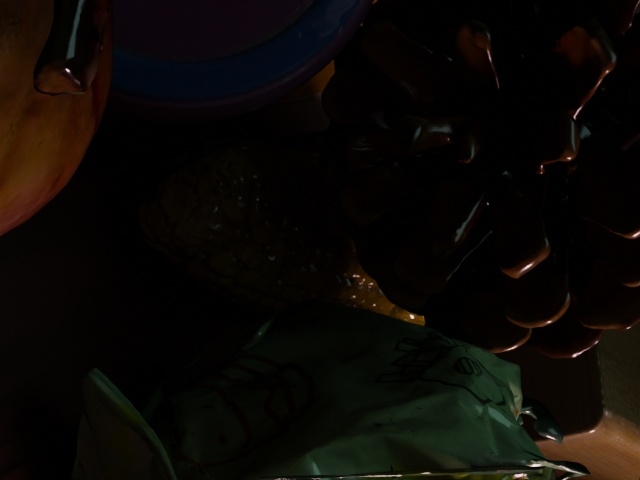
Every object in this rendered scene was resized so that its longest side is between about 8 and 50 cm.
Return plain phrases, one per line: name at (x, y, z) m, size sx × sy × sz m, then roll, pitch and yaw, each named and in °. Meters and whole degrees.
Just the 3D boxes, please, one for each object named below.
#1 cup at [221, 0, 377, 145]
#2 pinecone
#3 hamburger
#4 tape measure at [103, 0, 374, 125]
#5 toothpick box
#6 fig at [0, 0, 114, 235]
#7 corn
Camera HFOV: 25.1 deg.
cup at (-0.029, -0.211, 0.913) m, size 0.196 × 0.196 × 0.279 m, roll -45°, pitch 125°, yaw -59°
pinecone at (0.116, -0.053, 0.792) m, size 0.264 × 0.264 × 0.264 m, roll 36°, pitch 48°, yaw -52°
hamburger at (-0.009, 0.104, 0.750) m, size 0.276 × 0.261 × 0.150 m, roll -25°, pitch 94°, yaw -85°
tape measure at (-0.082, -0.182, 0.743) m, size 0.149 × 0.232 × 0.245 m, roll -157°, pitch -116°, yaw -77°
toothpick box at (0.242, 0.141, 1.282) m, size 0.308 × 0.190 × 0.187 m, roll 28°, pitch 54°, yaw -50°
fig at (-0.178, -0.100, 0.560) m, size 0.235 × 0.214 × 0.235 m, roll 43°, pitch 21°, yaw -21°
corn at (0.000, 0.000, 0.939) m, size 0.322 × 0.119 × 0.119 m, roll 23°, pitch 58°, yaw -59°
